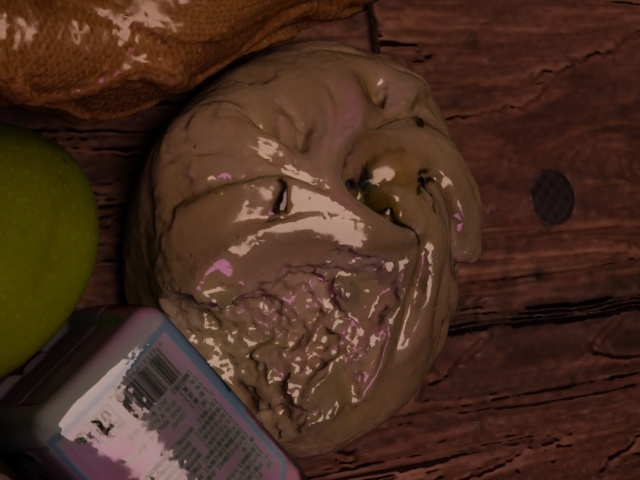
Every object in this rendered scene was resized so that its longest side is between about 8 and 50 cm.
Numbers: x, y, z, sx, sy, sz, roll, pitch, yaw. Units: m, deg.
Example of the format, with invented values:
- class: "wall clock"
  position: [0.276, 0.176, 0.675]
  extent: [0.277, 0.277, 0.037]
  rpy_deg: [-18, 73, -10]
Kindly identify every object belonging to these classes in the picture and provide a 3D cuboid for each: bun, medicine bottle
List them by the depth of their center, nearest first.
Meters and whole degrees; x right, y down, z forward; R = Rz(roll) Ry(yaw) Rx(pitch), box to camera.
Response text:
- class: "medicine bottle"
  position: [-0.073, 0.127, 0.848]
  extent: [0.094, 0.119, 0.188]
  rpy_deg: [-47, 108, -23]
- class: "bun"
  position: [0.000, 0.000, 0.914]
  extent: [0.210, 0.116, 0.237]
  rpy_deg: [15, 75, -29]

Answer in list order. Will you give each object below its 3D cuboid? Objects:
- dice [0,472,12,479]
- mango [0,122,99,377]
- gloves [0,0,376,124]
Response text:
- class: "dice"
  position: [-0.168, 0.246, 0.705]
  extent: [0.251, 0.243, 0.259]
  rpy_deg: [46, 65, -18]
- class: "mango"
  position: [-0.230, -0.003, 0.763]
  extent: [0.293, 0.143, 0.175]
  rpy_deg: [6, 74, -42]
- class: "gloves"
  position: [-0.111, -0.136, 0.813]
  extent: [0.356, 0.203, 0.155]
  rpy_deg: [-5, 89, -39]
